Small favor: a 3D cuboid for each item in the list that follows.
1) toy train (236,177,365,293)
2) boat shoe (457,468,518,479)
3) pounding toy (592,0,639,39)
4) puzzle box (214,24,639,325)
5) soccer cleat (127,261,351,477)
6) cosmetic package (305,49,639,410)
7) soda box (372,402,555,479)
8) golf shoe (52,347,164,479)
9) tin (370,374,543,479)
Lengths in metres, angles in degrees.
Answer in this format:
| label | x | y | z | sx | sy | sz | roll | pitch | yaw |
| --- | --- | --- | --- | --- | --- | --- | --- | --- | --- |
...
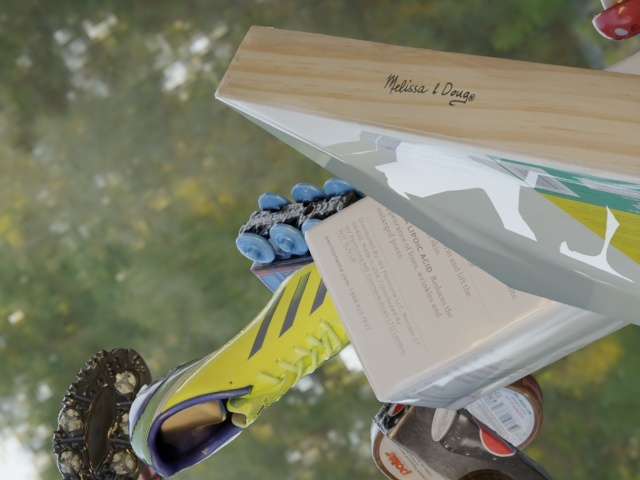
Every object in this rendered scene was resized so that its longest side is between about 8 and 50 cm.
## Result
| label | x | y | z | sx | sy | sz | roll | pitch | yaw |
| --- | --- | --- | --- | --- | --- | --- | --- | --- | --- |
| toy train | 0.000 | 0.000 | 1.839 | 0.105 | 0.184 | 0.080 | 46 | -125 | -27 |
| boat shoe | 0.090 | 0.198 | 1.311 | 0.152 | 0.049 | 0.056 | -7 | -113 | -49 |
| pounding toy | 0.256 | -0.221 | 1.442 | 0.110 | 0.183 | 0.237 | 67 | -159 | 0 |
| puzzle box | 0.156 | -0.014 | 0.997 | 0.272 | 0.052 | 0.409 | 32 | 171 | -35 |
| soccer cleat | -0.047 | 0.117 | 1.720 | 0.093 | 0.289 | 0.121 | 53 | -177 | -26 |
| cosmetic package | 0.209 | -0.017 | 1.474 | 0.156 | 0.385 | 0.217 | 64 | -166 | 15 |
| soda box | 0.131 | 0.189 | 1.672 | 0.169 | 0.060 | 0.053 | 37 | -176 | -19 |
| golf shoe | -0.207 | 0.245 | 1.938 | 0.120 | 0.105 | 0.273 | 7 | -94 | -69 |
| tin | 0.139 | 0.190 | 1.936 | 0.106 | 0.189 | 0.040 | 53 | -158 | -23 |
